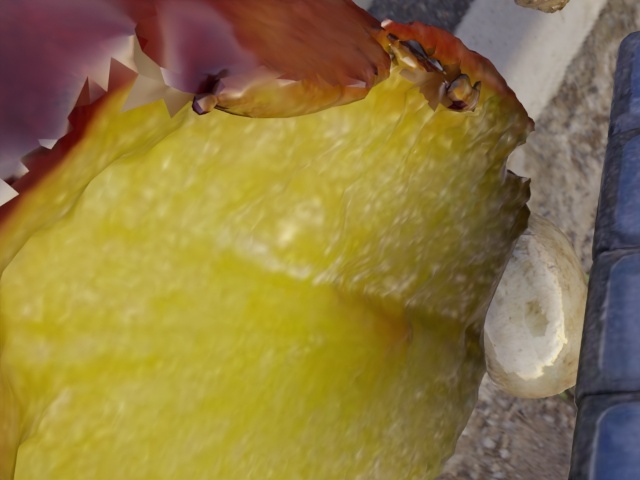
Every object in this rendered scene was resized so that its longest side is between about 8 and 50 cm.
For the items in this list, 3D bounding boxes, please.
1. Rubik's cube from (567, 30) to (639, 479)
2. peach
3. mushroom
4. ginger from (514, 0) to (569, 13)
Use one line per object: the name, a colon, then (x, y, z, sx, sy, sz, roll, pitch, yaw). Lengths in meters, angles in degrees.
Rubik's cube: (0.334, 0.087, 0.495, 0.337, 0.343, 0.344, -10, 43, 31)
peach: (-0.080, 0.028, 0.509, 0.339, 0.417, 0.353, -62, 23, 1)
mushroom: (0.214, 0.059, 1.269, 0.195, 0.253, 0.188, -13, 104, 6)
ginger: (0.231, -0.386, 1.134, 0.122, 0.084, 0.290, -12, 98, -11)
